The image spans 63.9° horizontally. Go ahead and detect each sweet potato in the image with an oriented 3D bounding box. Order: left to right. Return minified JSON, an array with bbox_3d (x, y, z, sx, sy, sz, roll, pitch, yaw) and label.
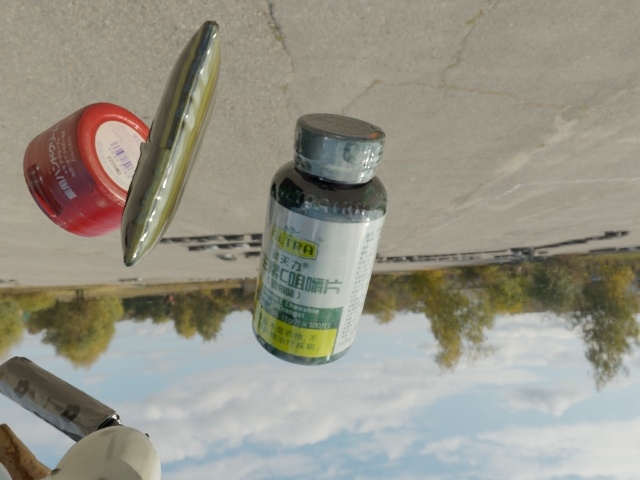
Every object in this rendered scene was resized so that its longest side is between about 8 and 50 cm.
[{"bbox_3d":[-0.516,0.484,0.924,0.131,0.336,0.131,-23,160,-9],"label":"sweet potato"}]

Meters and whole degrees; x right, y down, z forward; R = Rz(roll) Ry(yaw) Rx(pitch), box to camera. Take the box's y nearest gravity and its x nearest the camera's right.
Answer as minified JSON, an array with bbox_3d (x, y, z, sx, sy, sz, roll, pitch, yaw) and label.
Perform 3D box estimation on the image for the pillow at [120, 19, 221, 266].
[{"bbox_3d":[-0.143,-0.088,0.497,0.052,0.208,0.212,21,-178,-17],"label":"pillow"}]

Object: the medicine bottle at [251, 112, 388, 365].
[{"bbox_3d":[0.000,0.000,0.625,0.142,0.293,0.141,9,-154,-4],"label":"medicine bottle"}]

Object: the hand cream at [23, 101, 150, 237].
[{"bbox_3d":[-0.344,-0.110,0.809,0.126,0.192,0.193,-22,168,23],"label":"hand cream"}]

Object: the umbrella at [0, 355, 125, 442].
[{"bbox_3d":[-0.452,0.290,0.901,0.338,0.067,0.073,16,-136,26],"label":"umbrella"}]

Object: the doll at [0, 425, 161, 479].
[{"bbox_3d":[-0.141,0.229,0.362,0.272,0.143,0.208,17,-153,29],"label":"doll"}]
